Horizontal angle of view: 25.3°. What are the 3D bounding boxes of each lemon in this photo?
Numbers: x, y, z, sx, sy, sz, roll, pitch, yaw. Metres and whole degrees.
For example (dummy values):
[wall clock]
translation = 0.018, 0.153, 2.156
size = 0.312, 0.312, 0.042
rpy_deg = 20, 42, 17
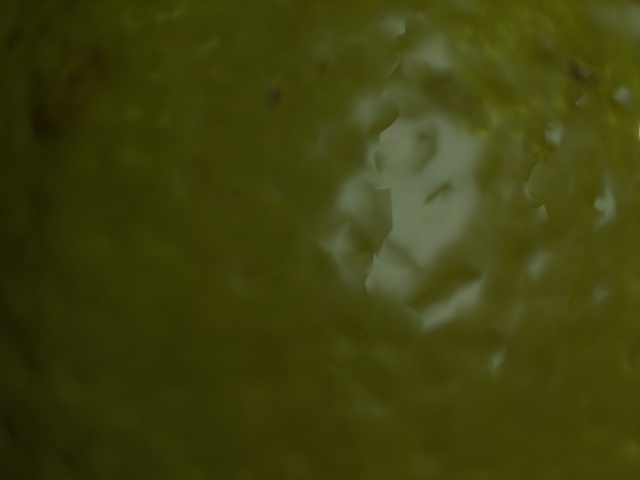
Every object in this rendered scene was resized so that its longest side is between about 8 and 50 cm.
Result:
[lemon]
translation = 0.000, 0.000, 0.563
size = 0.349, 0.349, 0.387
rpy_deg = 15, 76, -35
